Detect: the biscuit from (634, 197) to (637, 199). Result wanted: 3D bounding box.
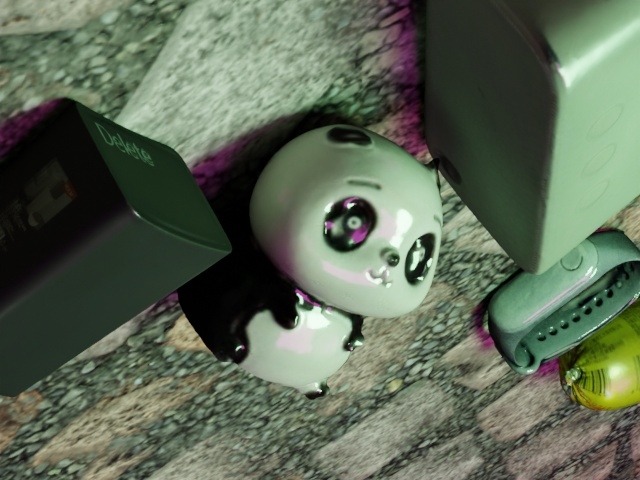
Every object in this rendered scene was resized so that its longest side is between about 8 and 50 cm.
[{"bbox_3d":[0.263,-0.078,1.988,0.099,0.038,0.322,-43,153,25],"label":"biscuit"}]

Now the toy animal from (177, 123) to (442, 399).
[{"bbox_3d":[0.000,0.008,1.684,0.235,0.165,0.187,-42,136,23],"label":"toy animal"}]

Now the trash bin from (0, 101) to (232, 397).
[{"bbox_3d":[-0.214,0.015,1.527,0.225,0.115,0.165,-36,156,15],"label":"trash bin"}]

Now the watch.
[{"bbox_3d":[0.285,0.070,2.239,0.206,0.068,0.193,-41,153,12],"label":"watch"}]

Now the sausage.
[{"bbox_3d":[0.440,0.125,2.443,0.347,0.123,0.123,-18,151,-27],"label":"sausage"}]

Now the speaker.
[{"bbox_3d":[0.209,-0.149,1.625,0.184,0.183,0.406,-33,158,-12],"label":"speaker"}]
